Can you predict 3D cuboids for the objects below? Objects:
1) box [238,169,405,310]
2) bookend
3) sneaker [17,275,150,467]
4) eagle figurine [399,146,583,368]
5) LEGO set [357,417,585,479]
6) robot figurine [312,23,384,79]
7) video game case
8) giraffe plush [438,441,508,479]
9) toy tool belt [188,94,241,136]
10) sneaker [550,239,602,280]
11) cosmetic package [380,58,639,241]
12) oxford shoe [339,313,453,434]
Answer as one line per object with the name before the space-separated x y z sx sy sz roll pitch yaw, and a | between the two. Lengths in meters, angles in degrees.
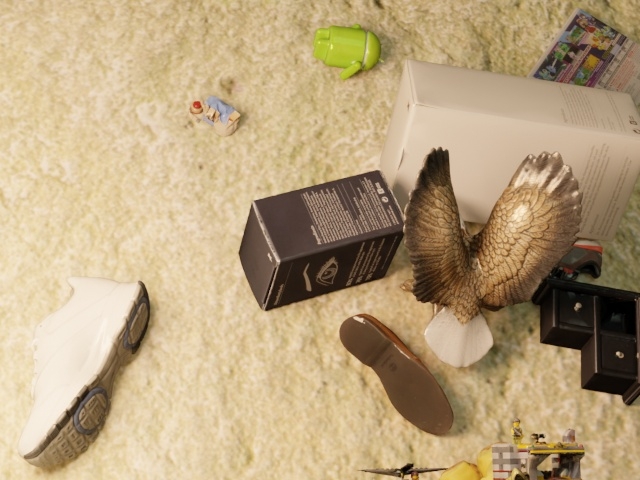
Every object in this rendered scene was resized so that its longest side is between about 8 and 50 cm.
box | 0.000 0.000 1.946 0.207 0.153 0.108 -14 64 -21
bookend | 0.398 0.148 1.997 0.157 0.072 0.156 11 59 -6
sneaker | -0.337 0.172 1.813 0.129 0.111 0.297 14 53 14
eagle figurine | 0.211 0.010 1.902 0.225 0.298 0.226 41 60 11
LEGO set | 0.221 0.299 1.547 0.332 0.255 0.192 1 80 -11
robot figurine | 0.047 -0.313 2.192 0.115 0.067 0.101 7 51 -9
video game case | 0.471 -0.288 2.302 0.183 0.023 0.201 33 59 7
giraffe plush | 0.234 0.387 1.775 0.181 0.210 0.170 -31 95 6
toy tool belt | -0.162 -0.202 2.087 0.083 0.051 0.052 30 58 6
sneaker | 0.365 0.033 2.067 0.158 0.061 0.064 1 66 -12
cosmetic package | 0.289 -0.136 2.048 0.366 0.196 0.155 10 35 -8
oxford shoe | 0.120 0.183 1.919 0.212 0.076 0.076 51 22 6
